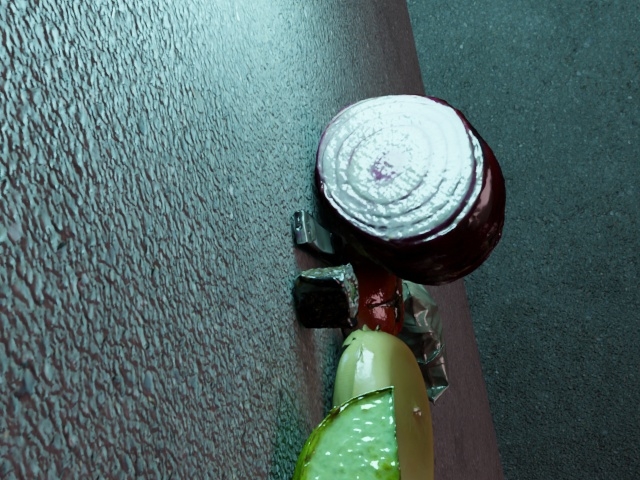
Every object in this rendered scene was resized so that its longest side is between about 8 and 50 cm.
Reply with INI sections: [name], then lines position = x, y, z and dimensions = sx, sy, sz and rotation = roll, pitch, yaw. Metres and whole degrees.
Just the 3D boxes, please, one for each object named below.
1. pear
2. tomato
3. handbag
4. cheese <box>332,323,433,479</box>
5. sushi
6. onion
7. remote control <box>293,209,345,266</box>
[pear]
position = 0.034, 0.360, 1.127
dimensions = 0.239, 0.139, 0.288
rotation = 85, 3, -50
[tomato]
position = 0.103, 0.107, 1.583
dimensions = 0.228, 0.101, 0.228
rotation = -6, 90, -76
[handbag]
position = 0.209, 0.212, 1.873
dimensions = 0.182, 0.117, 0.270
rotation = -94, 171, -77
[cheese]
position = 0.099, 0.288, 1.404
dimensions = 0.259, 0.128, 0.316
rotation = 45, 37, -62
[sushi]
position = 0.009, 0.083, 1.277
dimensions = 0.098, 0.084, 0.094
rotation = -37, 121, -68
[onion]
position = 0.163, -0.080, 1.485
dimensions = 0.282, 0.336, 0.260
rotation = -52, 150, -3
[remote control]
position = 0.000, 0.000, 1.398
dimensions = 0.212, 0.028, 0.059
rotation = 33, 51, -70
